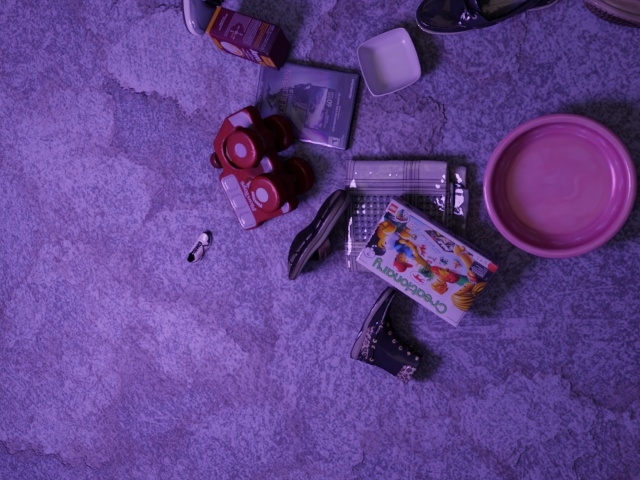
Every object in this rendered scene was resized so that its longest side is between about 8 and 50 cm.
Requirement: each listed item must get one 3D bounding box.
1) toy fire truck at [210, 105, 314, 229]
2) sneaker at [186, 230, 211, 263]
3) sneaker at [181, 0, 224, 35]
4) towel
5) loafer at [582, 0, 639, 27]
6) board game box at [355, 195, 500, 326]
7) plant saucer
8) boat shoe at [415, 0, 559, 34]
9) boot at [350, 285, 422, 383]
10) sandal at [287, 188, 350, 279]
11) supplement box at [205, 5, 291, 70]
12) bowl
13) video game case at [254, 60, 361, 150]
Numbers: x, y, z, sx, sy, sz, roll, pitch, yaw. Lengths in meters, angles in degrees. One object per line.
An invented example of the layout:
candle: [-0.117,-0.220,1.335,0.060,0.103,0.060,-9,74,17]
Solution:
toy fire truck: [-0.183,-0.187,1.705,0.253,0.169,0.302,-17,104,40]
sneaker: [-0.352,0.023,1.866,0.040,0.043,0.109,32,107,13]
sneaker: [-0.246,-0.669,1.663,0.178,0.123,0.296,19,105,25]
towel: [0.214,-0.051,1.648,0.324,0.056,0.313,4,101,18]
loafer: [0.698,-0.501,1.377,0.268,0.102,0.092,20,105,5]
board game box: [0.263,0.051,1.605,0.305,0.053,0.193,33,113,10]
plant saucer: [0.552,-0.128,1.501,0.331,0.084,0.333,3,100,18]
boat shoe: [0.376,-0.551,1.466,0.339,0.113,0.127,-1,100,19]
boot: [0.197,0.252,1.697,0.178,0.085,0.237,28,114,10]
sandal: [0.001,0.000,1.702,0.086,0.120,0.303,26,120,-23]
supplement box: [-0.184,-0.519,1.660,0.188,0.104,0.081,23,85,16]
bowl: [0.174,-0.437,1.591,0.141,0.053,0.142,-18,93,21]
video game case: [-0.042,-0.360,1.696,0.274,0.026,0.196,14,104,15]
